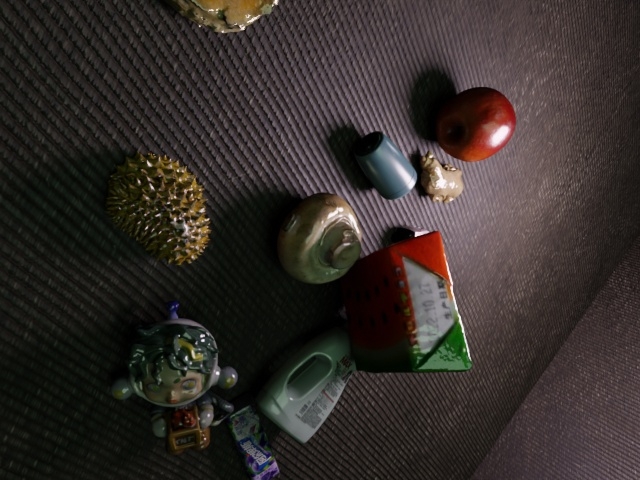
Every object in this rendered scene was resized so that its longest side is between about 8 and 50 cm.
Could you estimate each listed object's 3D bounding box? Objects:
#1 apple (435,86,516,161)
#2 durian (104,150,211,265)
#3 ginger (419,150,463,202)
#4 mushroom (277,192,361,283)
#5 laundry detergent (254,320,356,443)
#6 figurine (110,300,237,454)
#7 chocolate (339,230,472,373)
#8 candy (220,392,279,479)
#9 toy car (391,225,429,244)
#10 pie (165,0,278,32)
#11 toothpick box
[{"bbox_3d":[0.465,-0.350,1.324,0.201,0.218,0.218,-19,117,-33],"label":"apple"},{"bbox_3d":[-0.311,-0.063,0.885,0.183,0.138,0.250,-44,122,-7],"label":"durian"},{"bbox_3d":[0.380,-0.193,1.408,0.213,0.074,0.138,16,87,-44],"label":"ginger"},{"bbox_3d":[0.000,0.000,1.115,0.254,0.184,0.255,-25,134,-28],"label":"mushroom"},{"bbox_3d":[0.006,0.374,1.289,0.398,0.124,0.264,-47,131,-16],"label":"laundry detergent"},{"bbox_3d":[-0.324,0.332,0.984,0.261,0.186,0.382,-11,119,-23],"label":"figurine"},{"bbox_3d":[0.198,0.187,1.173,0.161,0.360,0.342,-5,77,-23],"label":"chocolate"},{"bbox_3d":[-0.196,0.574,1.245,0.088,0.061,0.313,-26,120,-26],"label":"candy"},{"bbox_3d":[0.286,0.057,1.416,0.108,0.089,0.210,-3,105,-43],"label":"toy car"},{"bbox_3d":[-0.196,-0.569,0.817,0.339,0.083,0.340,-12,111,-33],"label":"pie"},{"bbox_3d":[0.177,-0.210,1.215,0.120,0.120,0.184,-53,126,-10],"label":"toothpick box"}]
